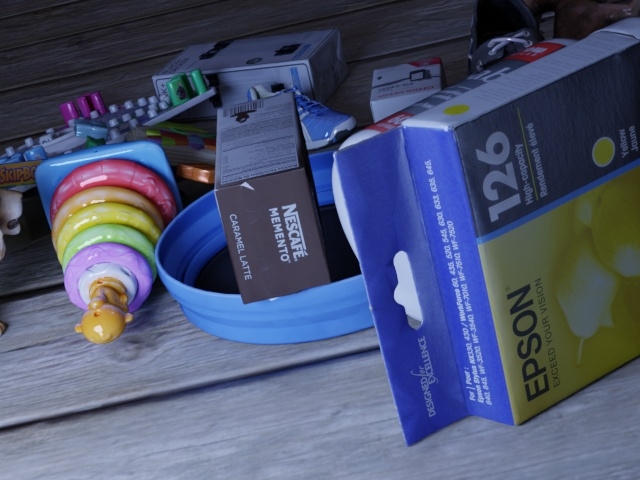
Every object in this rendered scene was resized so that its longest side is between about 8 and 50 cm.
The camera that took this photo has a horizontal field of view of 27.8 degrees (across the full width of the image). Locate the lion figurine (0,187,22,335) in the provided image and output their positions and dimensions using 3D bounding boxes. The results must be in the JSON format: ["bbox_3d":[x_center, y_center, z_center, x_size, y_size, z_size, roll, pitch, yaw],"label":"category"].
[{"bbox_3d":[-0.510,0.015,1.586,0.392,0.240,0.142,5,31,36],"label":"lion figurine"}]

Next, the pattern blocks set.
[{"bbox_3d":[-0.176,-0.129,1.812,0.325,0.026,0.285,3,17,-26],"label":"pattern blocks set"}]

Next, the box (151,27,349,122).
[{"bbox_3d":[-0.117,-0.278,2.183,0.290,0.087,0.169,-3,27,24],"label":"box"}]

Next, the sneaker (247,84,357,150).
[{"bbox_3d":[-0.037,-0.188,1.957,0.211,0.081,0.080,9,32,38],"label":"sneaker"}]

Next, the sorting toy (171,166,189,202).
[{"bbox_3d":[-0.211,-0.077,1.841,0.042,0.061,0.102,27,72,38],"label":"sorting toy"}]

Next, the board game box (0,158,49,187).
[{"bbox_3d":[-0.403,-0.085,1.693,0.124,0.039,0.259,-4,8,35],"label":"board game box"}]

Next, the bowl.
[{"bbox_3d":[0.000,0.000,1.546,0.391,0.077,0.391,-11,25,5],"label":"bowl"}]

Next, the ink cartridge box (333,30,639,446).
[{"bbox_3d":[0.186,0.005,1.168,0.307,0.303,0.072,-27,27,-25],"label":"ink cartridge box"}]

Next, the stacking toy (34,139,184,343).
[{"bbox_3d":[-0.254,0.026,1.567,0.175,0.165,0.302,-11,36,0],"label":"stacking toy"}]

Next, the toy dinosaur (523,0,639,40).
[{"bbox_3d":[0.396,-0.321,1.979,0.200,0.127,0.295,-21,37,3],"label":"toy dinosaur"}]

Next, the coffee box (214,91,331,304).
[{"bbox_3d":[-0.055,-0.053,1.430,0.098,0.141,0.246,-13,26,2],"label":"coffee box"}]

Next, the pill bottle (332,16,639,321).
[{"bbox_3d":[0.211,-0.082,1.325,0.363,0.210,0.210,-28,28,-22],"label":"pill bottle"}]

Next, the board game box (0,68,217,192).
[{"bbox_3d":[-0.420,-0.165,2.056,0.390,0.050,0.390,-33,19,-35],"label":"board game box"}]

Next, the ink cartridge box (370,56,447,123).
[{"bbox_3d":[0.135,-0.215,1.945,0.109,0.063,0.150,-10,25,9],"label":"ink cartridge box"}]

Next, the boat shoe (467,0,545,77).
[{"bbox_3d":[0.248,-0.268,1.764,0.112,0.095,0.335,-12,21,7],"label":"boat shoe"}]

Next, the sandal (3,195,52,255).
[{"bbox_3d":[-0.480,-0.001,1.833,0.240,0.088,0.079,-17,-8,-22],"label":"sandal"}]
